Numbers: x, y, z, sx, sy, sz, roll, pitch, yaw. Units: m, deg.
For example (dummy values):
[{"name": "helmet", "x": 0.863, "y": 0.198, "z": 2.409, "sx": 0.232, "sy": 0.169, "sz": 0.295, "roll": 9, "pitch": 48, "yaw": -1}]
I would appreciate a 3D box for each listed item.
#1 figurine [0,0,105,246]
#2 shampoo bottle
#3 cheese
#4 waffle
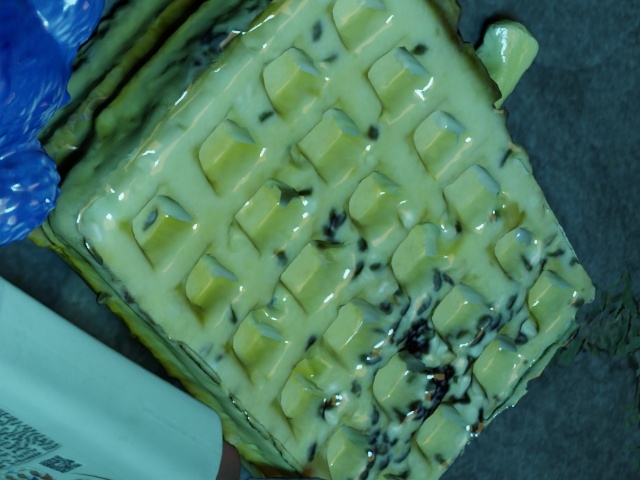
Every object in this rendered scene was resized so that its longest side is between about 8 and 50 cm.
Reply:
[{"name": "figurine", "x": -0.197, "y": -0.063, "z": 0.895, "sx": 0.262, "sy": 0.121, "sz": 0.164, "roll": -43, "pitch": 111, "yaw": 9}, {"name": "shampoo bottle", "x": -0.113, "y": 0.102, "z": 1.005, "sx": 0.284, "sy": 0.153, "sz": 0.071, "roll": 28, "pitch": 57, "yaw": -41}, {"name": "cheese", "x": 0.105, "y": -0.105, "z": 1.222, "sx": 0.083, "sy": 0.030, "sz": 0.044, "roll": -55, "pitch": 143, "yaw": -1}, {"name": "waffle", "x": 0.000, "y": 0.000, "z": 1.110, "sx": 0.261, "sy": 0.114, "sz": 0.376, "roll": -49, "pitch": 136, "yaw": -16}]
